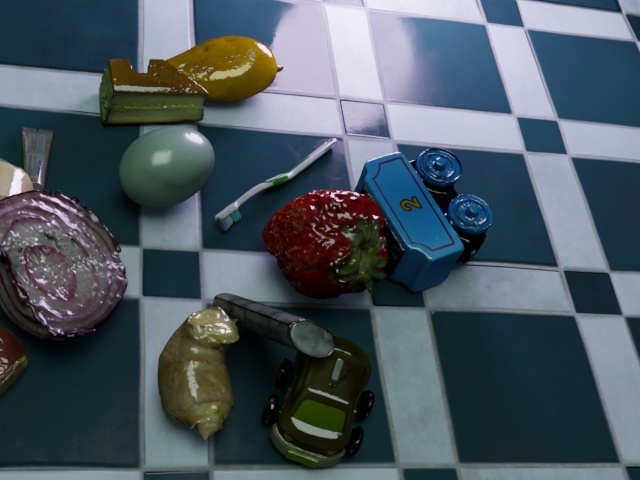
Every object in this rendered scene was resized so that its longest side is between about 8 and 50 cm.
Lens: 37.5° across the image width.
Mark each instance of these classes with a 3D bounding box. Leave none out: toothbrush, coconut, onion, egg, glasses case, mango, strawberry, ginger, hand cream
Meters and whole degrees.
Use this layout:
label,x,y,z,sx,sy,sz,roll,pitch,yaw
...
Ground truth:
label,x,y,z,sx,sy,sz,roll,pitch,yaw
toothbrush,-0.096,-0.145,2.196,0.418,0.042,0.040,-41,113,-36
coconut,-0.654,-0.070,1.897,0.147,0.147,0.152,7,49,-12
onion,-0.524,0.060,1.854,0.314,0.146,0.280,55,35,6
egg,-0.332,-0.162,2.053,0.231,0.168,0.168,-30,68,-38
glasses case,-0.097,0.159,1.819,0.114,0.299,0.060,29,80,-34
mango,-0.242,-0.418,2.307,0.317,0.119,0.176,-11,65,-20
strawberry,0.000,0.000,2.007,0.277,0.257,0.257,13,41,38
ginger,-0.235,0.250,1.798,0.138,0.152,0.267,17,66,-38
hand cream,-0.622,-0.171,2.056,0.067,0.043,0.209,5,48,-16

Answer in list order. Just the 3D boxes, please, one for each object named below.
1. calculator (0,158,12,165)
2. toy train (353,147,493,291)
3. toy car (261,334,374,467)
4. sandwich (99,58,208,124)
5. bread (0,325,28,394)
label,x,y,z,sx,sy,sz,roll,pitch,yaw
calculator,-0.713,-0.144,2.015,0.153,0.021,0.095,25,51,3
toy train,0.221,-0.060,2.146,0.265,0.188,0.300,-19,63,-23
toy car,0.013,0.287,1.807,0.204,0.198,0.247,21,50,-1
sandwich,-0.391,-0.344,2.206,0.236,0.122,0.128,-2,59,-22
bread,-0.608,0.214,1.751,0.119,0.067,0.192,-16,61,-27
